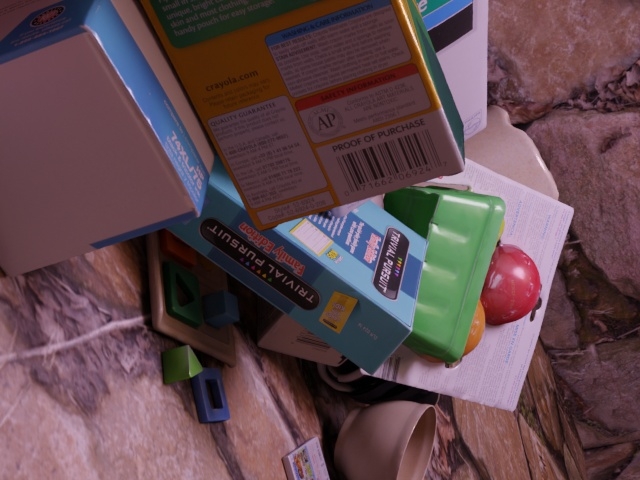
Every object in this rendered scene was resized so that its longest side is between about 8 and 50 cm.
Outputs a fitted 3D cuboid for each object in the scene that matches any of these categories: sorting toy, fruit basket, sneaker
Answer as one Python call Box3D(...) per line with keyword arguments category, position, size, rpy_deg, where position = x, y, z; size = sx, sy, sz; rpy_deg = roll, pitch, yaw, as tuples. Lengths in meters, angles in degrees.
Box3D(category="sorting toy", position=(-0.140, 0.036, 1.372), size=(0.196, 0.047, 0.348), rpy_deg=(42, 35, -59))
Box3D(category="fruit basket", position=(0.209, 0.060, 1.694), size=(0.353, 0.165, 0.327), rpy_deg=(19, 87, -47))
Box3D(category="sneaker", position=(0.075, 0.189, 1.768), size=(0.321, 0.126, 0.127), rpy_deg=(48, 24, -33))

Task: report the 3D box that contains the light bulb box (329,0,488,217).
Box3D(category="light bulb box", position=(-0.007, -0.285, 1.302), size=(0.358, 0.225, 0.361), rpy_deg=(51, -14, 28))

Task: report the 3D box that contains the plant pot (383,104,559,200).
Box3D(category="plant pot", position=(0.201, -0.049, 1.887), size=(0.334, 0.305, 0.334), rpy_deg=(59, -2, 4))

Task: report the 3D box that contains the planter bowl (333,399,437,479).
Box3D(category="planter bowl", position=(0.085, 0.295, 1.671), size=(0.162, 0.109, 0.162), rpy_deg=(14, 90, -69))

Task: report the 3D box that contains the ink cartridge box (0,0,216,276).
Box3D(category="ink cartridge box", position=(-0.214, -0.145, 1.065), size=(0.270, 0.198, 0.197), rpy_deg=(-83, 151, -52))

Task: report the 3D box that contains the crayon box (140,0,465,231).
Box3D(category="crayon box", position=(-0.022, -0.180, 1.014), size=(0.083, 0.203, 0.323), rpy_deg=(-83, 152, -54))

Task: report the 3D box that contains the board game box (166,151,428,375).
Box3D(category="board game box", position=(-0.039, -0.022, 1.366), size=(0.336, 0.079, 0.254), rpy_deg=(36, 23, -6))

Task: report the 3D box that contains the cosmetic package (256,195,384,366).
Box3D(category="cosmetic package", position=(0.000, 0.000, 1.601), size=(0.129, 0.153, 0.296), rpy_deg=(17, 49, -24))

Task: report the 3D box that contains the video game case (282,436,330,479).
Box3D(category="video game case", position=(-0.015, 0.312, 1.560), size=(0.122, 0.011, 0.087), rpy_deg=(-10, 84, -73))
